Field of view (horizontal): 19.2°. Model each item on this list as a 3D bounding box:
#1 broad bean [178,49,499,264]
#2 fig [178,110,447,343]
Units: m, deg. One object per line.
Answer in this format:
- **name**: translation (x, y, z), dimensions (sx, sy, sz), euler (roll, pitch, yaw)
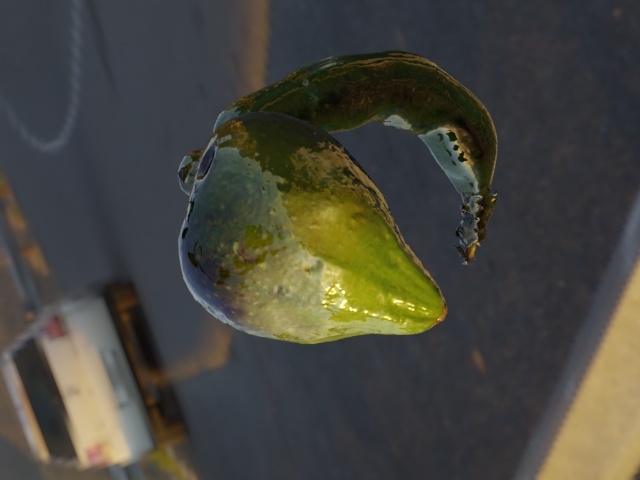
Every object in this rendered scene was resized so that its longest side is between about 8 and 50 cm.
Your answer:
- **broad bean**: translation (0.034, -0.071, 1.373), dimensions (0.049, 0.292, 0.144), euler (29, 103, 51)
- **fig**: translation (0.000, 0.000, 1.043), dimensions (0.123, 0.156, 0.123), euler (16, -90, -87)
